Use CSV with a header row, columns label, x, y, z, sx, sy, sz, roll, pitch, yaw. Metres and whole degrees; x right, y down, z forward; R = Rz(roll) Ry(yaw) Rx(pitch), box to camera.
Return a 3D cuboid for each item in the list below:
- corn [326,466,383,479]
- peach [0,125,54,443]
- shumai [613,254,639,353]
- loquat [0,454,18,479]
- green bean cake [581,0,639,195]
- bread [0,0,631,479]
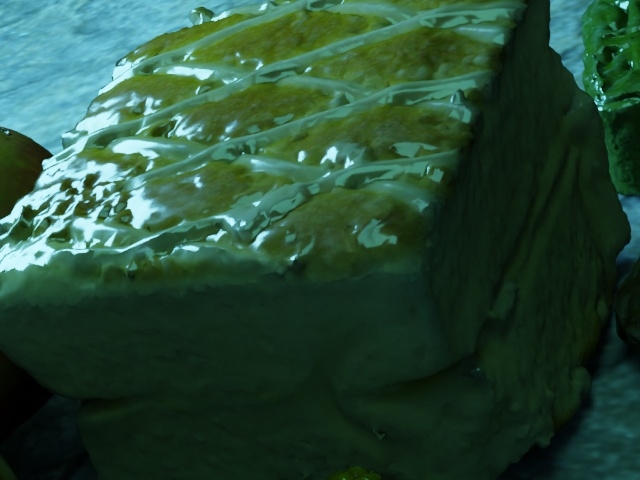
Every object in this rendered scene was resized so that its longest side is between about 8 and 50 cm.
label,x,y,z,sx,sy,sz,roll,pitch,yaw
corn,-0.021,0.263,1.103,0.102,0.102,0.313,3,36,34
peach,-0.347,0.050,1.448,0.372,0.290,0.372,-37,0,0
shumai,0.311,-0.001,1.291,0.209,0.153,0.161,-18,37,-4
loquat,-0.305,0.226,1.211,0.235,0.235,0.235,-15,31,9
green bean cake,0.343,-0.154,1.533,0.222,0.125,0.248,-13,30,13
bread,0.000,0.000,1.342,0.390,0.279,0.371,-4,36,26
